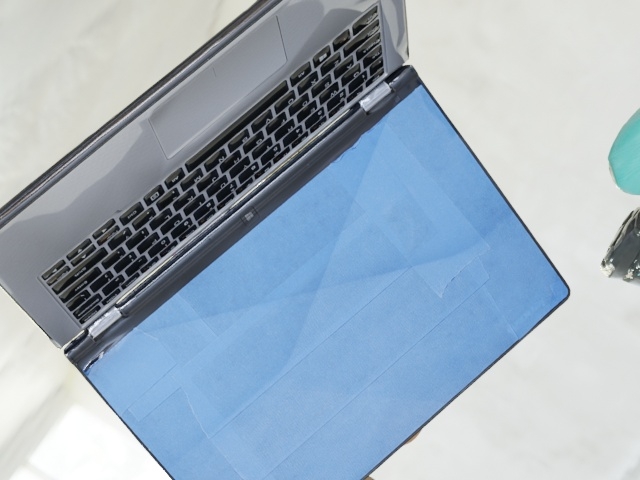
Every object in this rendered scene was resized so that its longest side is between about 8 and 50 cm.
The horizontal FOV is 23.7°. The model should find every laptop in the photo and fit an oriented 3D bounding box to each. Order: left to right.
[{"bbox_3d":[-0.006,0.022,1.190,0.382,0.236,0.408,-41,-17,-9],"label":"laptop"}]

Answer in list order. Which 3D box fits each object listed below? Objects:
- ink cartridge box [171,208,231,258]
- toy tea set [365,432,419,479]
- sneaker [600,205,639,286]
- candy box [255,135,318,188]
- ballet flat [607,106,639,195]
[{"bbox_3d":[-0.141,0.004,1.796,0.104,0.061,0.181,-102,21,-76],"label":"ink cartridge box"},{"bbox_3d":[0.005,0.149,1.456,0.200,0.124,0.336,-7,63,45],"label":"toy tea set"},{"bbox_3d":[0.406,-0.022,1.687,0.101,0.106,0.267,-55,-5,-29],"label":"sneaker"},{"bbox_3d":[0.000,0.000,1.808,0.087,0.316,0.183,-20,-49,-7],"label":"candy box"},{"bbox_3d":[0.377,-0.134,1.461,0.247,0.083,0.087,-34,-14,-19],"label":"ballet flat"}]
